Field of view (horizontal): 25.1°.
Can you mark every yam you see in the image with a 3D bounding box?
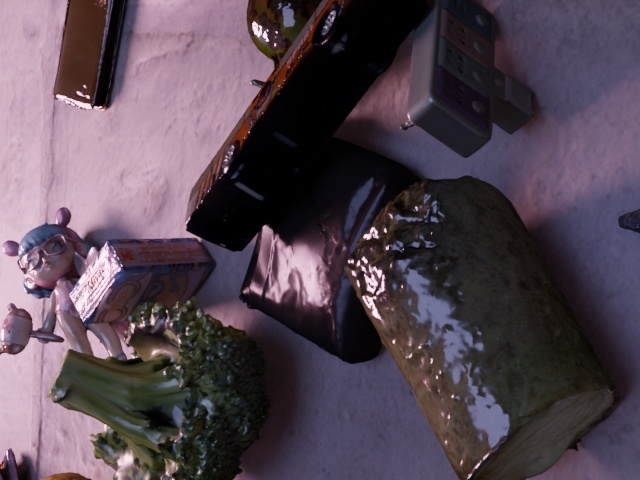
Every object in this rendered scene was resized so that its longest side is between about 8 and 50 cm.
[{"bbox_3d":[0.163,0.090,1.480,0.195,0.195,0.300,-43,64,34],"label":"yam"}]

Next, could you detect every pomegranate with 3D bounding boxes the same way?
[{"bbox_3d":[-0.022,-0.247,1.690,0.148,0.148,0.169,53,128,29],"label":"pomegranate"}]

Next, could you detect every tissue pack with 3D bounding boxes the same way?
[{"bbox_3d":[-0.232,0.050,1.870,0.115,0.155,0.065,-51,57,31],"label":"tissue pack"}]

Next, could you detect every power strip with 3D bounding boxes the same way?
[{"bbox_3d":[0.157,-0.167,1.520,0.061,0.145,0.215,-40,28,39],"label":"power strip"}]

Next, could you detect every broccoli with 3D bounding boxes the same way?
[{"bbox_3d":[-0.190,0.198,1.796,0.260,0.235,0.288,31,108,12],"label":"broccoli"}]

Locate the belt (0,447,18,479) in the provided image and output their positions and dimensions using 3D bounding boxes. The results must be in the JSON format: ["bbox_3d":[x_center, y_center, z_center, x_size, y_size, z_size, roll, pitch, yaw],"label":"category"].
[{"bbox_3d":[-0.589,0.433,2.164,0.295,0.207,0.160,-41,66,32],"label":"belt"}]

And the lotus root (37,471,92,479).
[{"bbox_3d":[-0.394,0.449,2.025,0.284,0.146,0.160,-55,54,29],"label":"lotus root"}]

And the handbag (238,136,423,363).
[{"bbox_3d":[0.000,0.000,1.707,0.223,0.080,0.246,26,107,40],"label":"handbag"}]

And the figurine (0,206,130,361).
[{"bbox_3d":[-0.360,0.097,2.014,0.205,0.103,0.260,-36,69,9],"label":"figurine"}]

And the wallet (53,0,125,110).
[{"bbox_3d":[-0.328,-0.287,2.042,0.110,0.031,0.198,22,105,40],"label":"wallet"}]

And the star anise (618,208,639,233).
[{"bbox_3d":[0.359,-0.025,1.388,0.172,0.063,0.208,29,109,40],"label":"star anise"}]

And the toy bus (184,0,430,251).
[{"bbox_3d":[-0.023,-0.150,1.618,0.409,0.093,0.092,-51,23,32],"label":"toy bus"}]
